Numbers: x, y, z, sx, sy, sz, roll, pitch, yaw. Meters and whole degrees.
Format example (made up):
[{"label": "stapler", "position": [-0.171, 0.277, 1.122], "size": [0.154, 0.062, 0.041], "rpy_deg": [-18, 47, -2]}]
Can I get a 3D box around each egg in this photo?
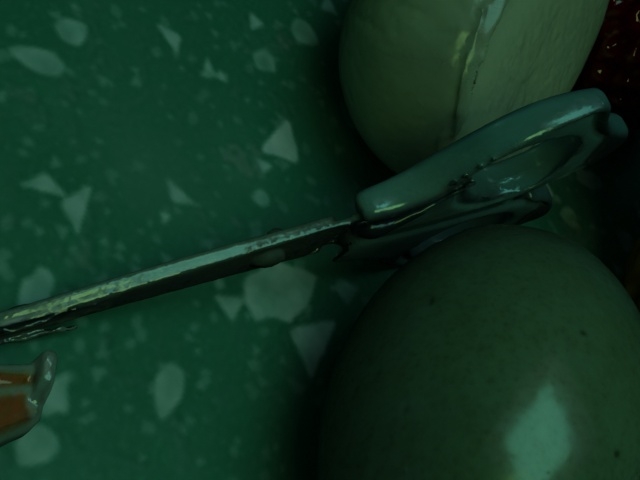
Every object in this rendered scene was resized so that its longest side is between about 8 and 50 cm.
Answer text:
[{"label": "egg", "position": [0.087, 0.092, 0.496], "size": [0.169, 0.169, 0.236], "rpy_deg": [39, 45, -15]}]

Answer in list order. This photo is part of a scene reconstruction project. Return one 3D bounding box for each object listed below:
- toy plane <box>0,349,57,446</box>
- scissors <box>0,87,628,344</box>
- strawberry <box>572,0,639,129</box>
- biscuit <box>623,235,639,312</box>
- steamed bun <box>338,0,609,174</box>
[{"label": "toy plane", "position": [-0.217, 0.034, 0.339], "size": [0.245, 0.117, 0.244], "rpy_deg": [17, 58, -31]}, {"label": "scissors", "position": [0.001, 0.001, 0.514], "size": [0.360, 0.191, 0.029], "rpy_deg": [-18, 74, -23]}, {"label": "strawberry", "position": [0.294, -0.193, 0.735], "size": [0.205, 0.244, 0.205], "rpy_deg": [10, 73, -35]}, {"label": "biscuit", "position": [0.359, -0.068, 0.690], "size": [0.312, 0.351, 0.057], "rpy_deg": [-18, 39, -21]}, {"label": "steamed bun", "position": [0.096, -0.141, 0.630], "size": [0.131, 0.177, 0.228], "rpy_deg": [24, 58, 28]}]
